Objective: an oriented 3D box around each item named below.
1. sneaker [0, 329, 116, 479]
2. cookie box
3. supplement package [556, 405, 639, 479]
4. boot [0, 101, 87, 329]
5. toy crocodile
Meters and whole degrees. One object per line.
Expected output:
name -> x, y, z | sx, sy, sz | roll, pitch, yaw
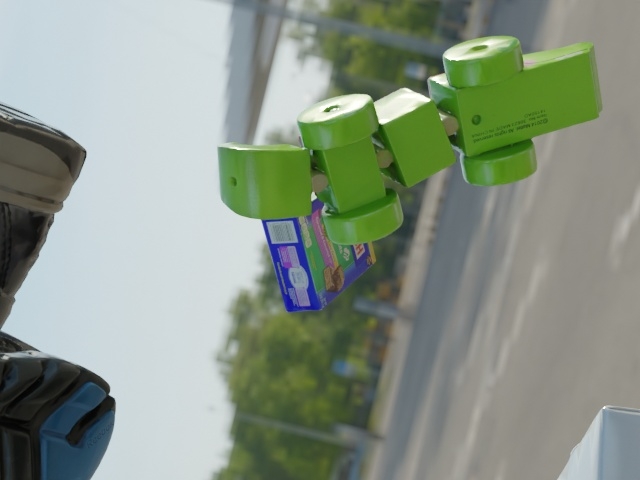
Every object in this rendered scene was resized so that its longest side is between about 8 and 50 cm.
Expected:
sneaker -> -0.278, 0.083, 1.212 | 0.341, 0.140, 0.125 | 35, -105, -52
cookie box -> 0.000, 0.000, 1.753 | 0.107, 0.040, 0.092 | -41, -59, -52
supplement package -> 0.223, 0.266, 1.150 | 0.177, 0.175, 0.293 | 99, 177, -67
boot -> -0.308, 0.040, 0.872 | 0.138, 0.377, 0.284 | 28, 103, 52
toy crocodile -> 0.079, -0.090, 1.659 | 0.105, 0.340, 0.115 | -142, 33, -64
